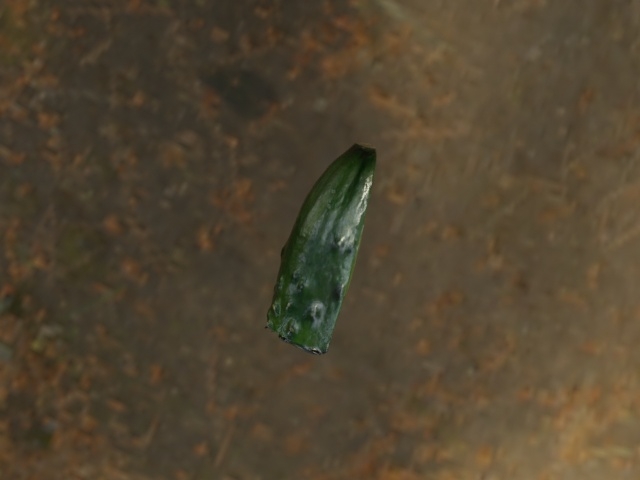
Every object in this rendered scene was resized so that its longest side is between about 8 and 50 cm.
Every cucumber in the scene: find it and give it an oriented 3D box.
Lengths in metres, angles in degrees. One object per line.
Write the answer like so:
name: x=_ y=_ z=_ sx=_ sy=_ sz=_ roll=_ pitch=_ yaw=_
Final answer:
cucumber: x=0.000 y=0.000 z=1.006 sx=0.035 sy=0.067 sz=0.107 roll=15 pitch=99 yaw=-6
